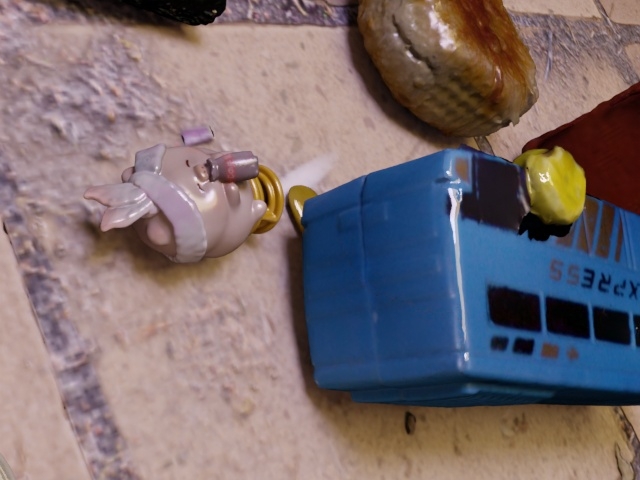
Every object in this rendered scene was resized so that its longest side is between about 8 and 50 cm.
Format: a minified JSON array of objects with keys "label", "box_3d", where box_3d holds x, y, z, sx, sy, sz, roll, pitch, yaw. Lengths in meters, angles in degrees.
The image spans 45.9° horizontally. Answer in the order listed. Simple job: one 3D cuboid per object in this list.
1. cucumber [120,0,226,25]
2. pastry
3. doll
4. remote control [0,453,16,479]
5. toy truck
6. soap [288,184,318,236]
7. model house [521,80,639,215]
[{"label":"cucumber","box_3d":[-0.188,-0.192,0.440,0.300,0.072,0.072,3,65,-41]},{"label":"pastry","box_3d":[0.113,-0.189,0.697,0.192,0.093,0.182,25,51,-36]},{"label":"doll","box_3d":[-0.071,-0.027,0.441,0.127,0.084,0.073,-8,70,-54]},{"label":"remote control","box_3d":[-0.219,0.106,0.259,0.221,0.042,0.078,9,60,-41]},{"label":"toy truck","box_3d":[0.165,0.044,0.569,0.385,0.161,0.162,13,71,-41]},{"label":"soap","box_3d":[0.000,0.000,0.544,0.034,0.012,0.089,-10,75,-49]},{"label":"model house","box_3d":[0.364,-0.067,0.816,0.254,0.160,0.196,-23,83,-48]}]
